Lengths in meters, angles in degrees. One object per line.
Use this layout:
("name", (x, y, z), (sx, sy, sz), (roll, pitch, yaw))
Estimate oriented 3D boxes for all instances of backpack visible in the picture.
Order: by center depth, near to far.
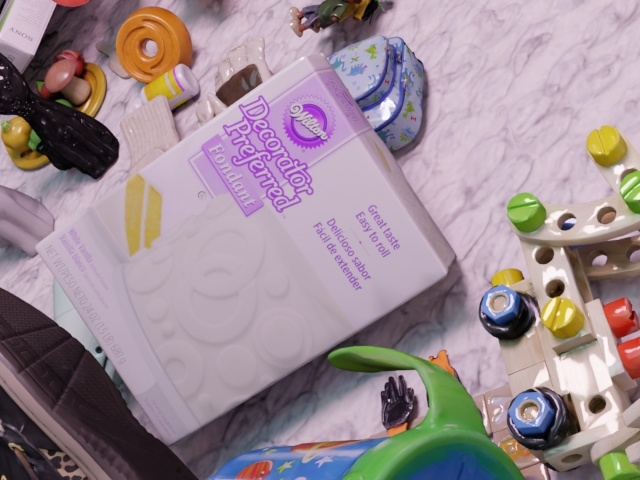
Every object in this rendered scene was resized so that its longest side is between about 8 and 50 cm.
("backpack", (0.051, -0.151, 1.186), (0.105, 0.084, 0.114), (-17, 57, 30))

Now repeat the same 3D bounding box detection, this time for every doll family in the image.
("doll family", (0.032, -0.305, 1.304), (0.111, 0.076, 0.193), (-23, 49, 30))

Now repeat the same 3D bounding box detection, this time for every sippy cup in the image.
("sippy cup", (0.016, 0.254, 0.873), (0.224, 0.240, 0.305), (-4, 36, 47))

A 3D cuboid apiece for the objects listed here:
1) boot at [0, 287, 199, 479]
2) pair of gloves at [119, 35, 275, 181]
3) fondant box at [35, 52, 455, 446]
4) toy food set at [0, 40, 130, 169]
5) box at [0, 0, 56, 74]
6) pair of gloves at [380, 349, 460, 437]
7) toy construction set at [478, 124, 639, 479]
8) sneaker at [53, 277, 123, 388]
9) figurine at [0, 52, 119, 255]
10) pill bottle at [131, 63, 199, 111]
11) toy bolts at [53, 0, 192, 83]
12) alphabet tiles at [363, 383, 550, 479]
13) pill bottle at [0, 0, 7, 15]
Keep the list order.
("boot", (-0.291, 0.250, 1.060), (0.284, 0.377, 0.138), (-43, 3, 14))
("pair of gloves", (-0.140, -0.110, 1.312), (0.240, 0.042, 0.204), (-24, 61, 24))
("fondant box", (-0.073, 0.010, 1.082), (0.330, 0.096, 0.238), (-33, 92, 15))
("toy food set", (-0.365, -0.199, 1.530), (0.218, 0.071, 0.128), (-45, 46, 4))
("box", (-0.401, -0.367, 1.606), (0.232, 0.058, 0.322), (-23, 44, 60))
("pair of gloves", (0.090, 0.143, 1.022), (0.083, 0.010, 0.074), (-30, 38, 20))
("toy construction set", (0.236, 0.063, 0.880), (0.215, 0.151, 0.328), (-25, 36, 20))
("sneaker", (-0.178, 0.092, 1.213), (0.255, 0.094, 0.151), (0, 80, 25))
("figurine", (-0.395, -0.105, 1.398), (0.215, 0.209, 0.092), (-50, 46, 1))
("pill bottle", (-0.196, -0.184, 1.415), (0.083, 0.043, 0.043), (-29, 50, 19))
("toy bolts", (-0.234, -0.331, 1.482), (0.228, 0.158, 0.218), (14, 111, 11))
("alphabet tiles", (0.108, 0.254, 0.948), (0.198, 0.009, 0.237), (-25, 51, 22))
("pill bottle", (-0.591, -0.366, 1.704), (0.210, 0.210, 0.363), (0, 63, 36))
